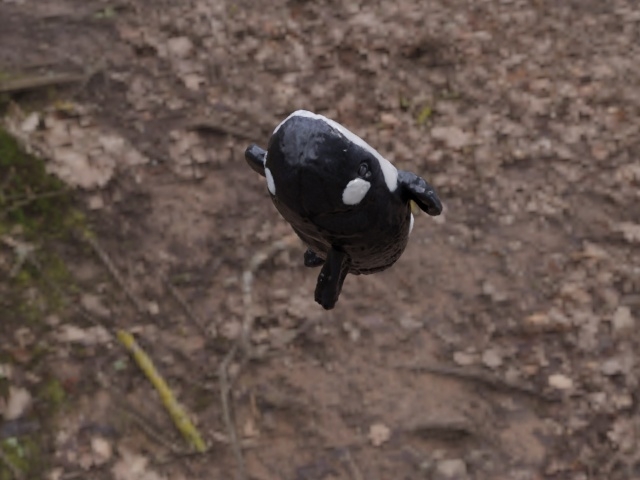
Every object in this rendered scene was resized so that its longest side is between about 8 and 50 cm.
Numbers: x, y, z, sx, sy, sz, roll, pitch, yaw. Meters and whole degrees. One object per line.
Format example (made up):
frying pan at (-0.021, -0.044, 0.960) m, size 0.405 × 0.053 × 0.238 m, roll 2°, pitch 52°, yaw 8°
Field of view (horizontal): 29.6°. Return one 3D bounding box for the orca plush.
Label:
orca plush at (0.000, 0.000, 0.920) m, size 0.151 × 0.102 × 0.287 m, roll 20°, pitch -12°, yaw -1°
